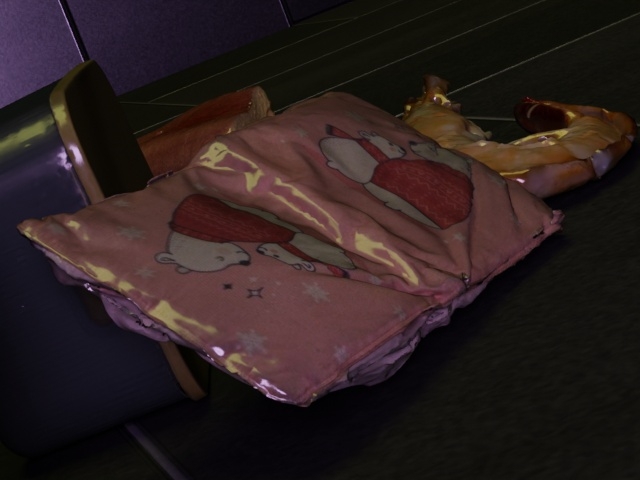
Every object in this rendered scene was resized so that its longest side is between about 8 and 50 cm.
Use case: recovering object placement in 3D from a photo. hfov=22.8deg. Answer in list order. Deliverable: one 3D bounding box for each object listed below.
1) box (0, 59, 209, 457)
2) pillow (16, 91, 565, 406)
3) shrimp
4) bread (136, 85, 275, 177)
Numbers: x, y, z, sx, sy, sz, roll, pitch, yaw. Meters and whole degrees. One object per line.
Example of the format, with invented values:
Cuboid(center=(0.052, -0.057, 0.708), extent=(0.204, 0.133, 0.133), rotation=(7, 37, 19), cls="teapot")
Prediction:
Cuboid(center=(-0.119, 0.005, 0.727), extent=(0.090, 0.144, 0.201), rotation=(-25, 13, 1), cls="box")
Cuboid(center=(0.000, 0.000, 0.646), extent=(0.135, 0.049, 0.248), rotation=(26, 30, 21), cls="pillow")
Cuboid(center=(0.094, -0.058, 0.864), extent=(0.133, 0.053, 0.236), rotation=(-23, 15, -1), cls="shrimp")
Cuboid(center=(-0.079, -0.054, 1.107), extent=(0.119, 0.067, 0.192), rotation=(-38, 18, -32), cls="bread")
